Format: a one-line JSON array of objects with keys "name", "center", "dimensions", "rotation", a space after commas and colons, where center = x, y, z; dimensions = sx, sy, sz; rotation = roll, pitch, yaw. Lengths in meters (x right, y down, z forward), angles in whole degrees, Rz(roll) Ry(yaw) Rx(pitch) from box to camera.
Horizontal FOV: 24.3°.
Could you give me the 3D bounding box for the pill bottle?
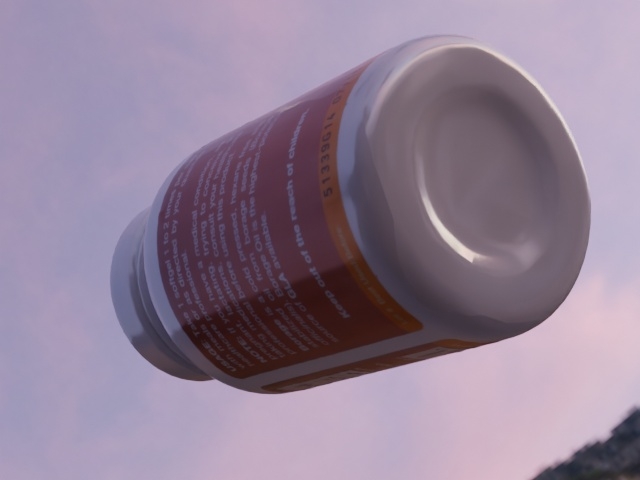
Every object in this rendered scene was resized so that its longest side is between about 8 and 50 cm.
[{"name": "pill bottle", "center": [0.000, 0.000, 0.638], "dimensions": [0.121, 0.121, 0.216], "rotation": [1, -13, -37]}]
